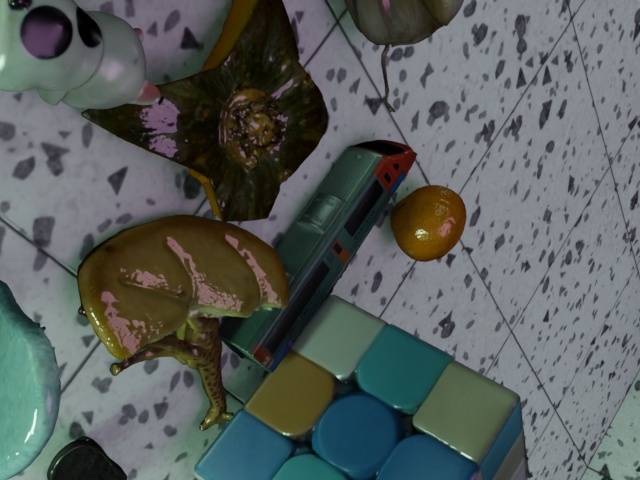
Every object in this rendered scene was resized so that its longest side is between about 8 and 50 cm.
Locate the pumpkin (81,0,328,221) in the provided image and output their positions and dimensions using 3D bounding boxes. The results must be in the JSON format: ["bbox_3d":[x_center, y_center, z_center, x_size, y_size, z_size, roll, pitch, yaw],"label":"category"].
[{"bbox_3d":[-0.108,-0.149,0.994,0.290,0.095,0.258,-51,135,-24],"label":"pumpkin"}]

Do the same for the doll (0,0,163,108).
[{"bbox_3d":[-0.253,-0.188,0.798,0.180,0.107,0.110,16,59,-58],"label":"doll"}]

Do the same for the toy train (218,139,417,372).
[{"bbox_3d":[0.000,0.000,1.198,0.409,0.086,0.089,-56,138,-14],"label":"toy train"}]

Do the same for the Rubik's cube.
[{"bbox_3d":[0.082,0.354,1.226,0.346,0.344,0.347,-51,147,-21],"label":"Rubik's cube"}]

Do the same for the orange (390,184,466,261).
[{"bbox_3d":[0.180,-0.030,1.365,0.117,0.135,0.136,15,97,-17],"label":"orange"}]

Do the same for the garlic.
[{"bbox_3d":[0.079,-0.319,1.078,0.207,0.207,0.257,24,88,-51],"label":"garlic"}]

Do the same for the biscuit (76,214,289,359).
[{"bbox_3d":[-0.164,0.043,1.018,0.299,0.045,0.154,-14,90,-43],"label":"biscuit"}]

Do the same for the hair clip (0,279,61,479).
[{"bbox_3d":[-0.383,0.129,0.625,0.238,0.318,0.392,-4,139,-34],"label":"hair clip"}]

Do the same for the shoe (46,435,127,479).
[{"bbox_3d":[-0.302,0.283,1.022,0.071,0.049,0.179,-40,153,-13],"label":"shoe"}]

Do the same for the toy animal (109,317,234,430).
[{"bbox_3d":[-0.176,0.161,1.101,0.149,0.054,0.275,-55,141,-12],"label":"toy animal"}]
